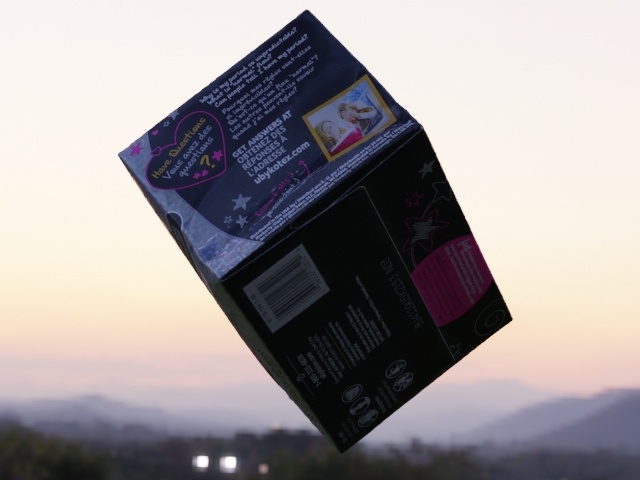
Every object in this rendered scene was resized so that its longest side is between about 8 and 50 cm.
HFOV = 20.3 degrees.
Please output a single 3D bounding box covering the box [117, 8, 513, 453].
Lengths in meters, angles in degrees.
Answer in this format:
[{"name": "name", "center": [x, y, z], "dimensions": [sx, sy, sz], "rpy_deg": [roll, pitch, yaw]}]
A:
[{"name": "box", "center": [0.000, 0.000, 1.192], "dimensions": [0.163, 0.142, 0.247], "rpy_deg": [-37, -37, -5]}]
